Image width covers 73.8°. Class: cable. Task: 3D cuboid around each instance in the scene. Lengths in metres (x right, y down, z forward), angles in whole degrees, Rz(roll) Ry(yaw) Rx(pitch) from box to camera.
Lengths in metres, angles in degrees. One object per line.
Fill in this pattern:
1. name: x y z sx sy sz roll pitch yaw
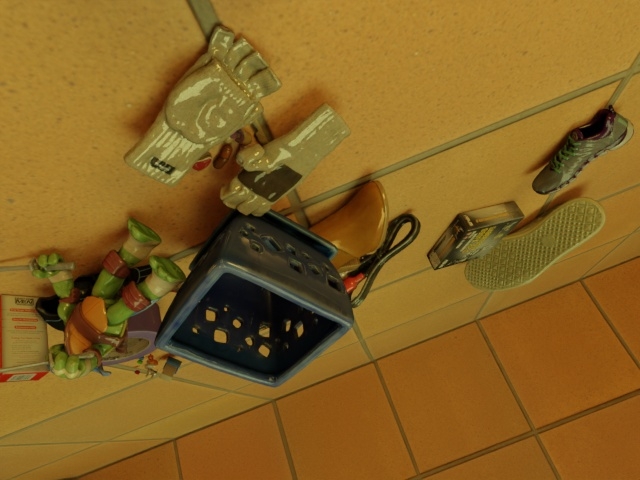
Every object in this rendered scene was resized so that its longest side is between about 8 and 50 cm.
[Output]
1. cable: 0.112 0.051 0.988 0.287 0.139 0.072 -38 140 25

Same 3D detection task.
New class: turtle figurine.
1. turtle figurine: -0.357 0.088 0.619 0.266 0.198 0.274 -44 119 0

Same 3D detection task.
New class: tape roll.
1. tape roll: -0.441 0.200 0.919 0.189 0.080 0.189 -16 154 -8

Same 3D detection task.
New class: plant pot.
1. plant pot: -0.104 0.078 0.719 0.236 0.212 0.236 29 124 -23

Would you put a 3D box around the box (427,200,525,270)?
1. box: 0.426 -0.008 1.195 0.183 0.056 0.231 -12 153 -17

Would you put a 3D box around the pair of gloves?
1. pair of gloves: -0.095 -0.129 0.551 0.204 0.042 0.240 -43 142 22

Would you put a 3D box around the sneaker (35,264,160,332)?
1. sneaker: -0.380 0.093 0.758 0.233 0.081 0.090 -27 138 -4

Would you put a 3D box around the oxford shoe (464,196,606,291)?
1. oxford shoe: 0.659 0.021 1.330 0.449 0.169 0.130 -41 168 33

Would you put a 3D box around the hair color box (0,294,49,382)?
1. hair color box: -0.514 0.167 0.729 0.043 0.141 0.072 -34 151 25

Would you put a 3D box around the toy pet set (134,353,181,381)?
1. toy pet set: -0.472 0.359 1.252 0.114 0.065 0.122 26 135 -10

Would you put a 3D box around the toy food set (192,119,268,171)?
1. toy food set: -0.135 -0.124 0.593 0.122 0.019 0.078 -22 154 1

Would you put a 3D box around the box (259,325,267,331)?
1. box: -0.099 0.182 1.163 0.233 0.058 0.087 -23 153 3

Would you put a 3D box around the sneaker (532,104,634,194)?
1. sneaker: 0.544 -0.196 0.926 0.098 0.083 0.223 24 128 -29

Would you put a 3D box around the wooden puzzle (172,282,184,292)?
1. wooden puzzle: -0.295 0.099 0.917 0.049 0.006 0.083 -32 152 20

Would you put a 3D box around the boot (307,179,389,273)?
1. boot: 0.000 0.000 0.843 0.212 0.104 0.295 -7 149 -18
